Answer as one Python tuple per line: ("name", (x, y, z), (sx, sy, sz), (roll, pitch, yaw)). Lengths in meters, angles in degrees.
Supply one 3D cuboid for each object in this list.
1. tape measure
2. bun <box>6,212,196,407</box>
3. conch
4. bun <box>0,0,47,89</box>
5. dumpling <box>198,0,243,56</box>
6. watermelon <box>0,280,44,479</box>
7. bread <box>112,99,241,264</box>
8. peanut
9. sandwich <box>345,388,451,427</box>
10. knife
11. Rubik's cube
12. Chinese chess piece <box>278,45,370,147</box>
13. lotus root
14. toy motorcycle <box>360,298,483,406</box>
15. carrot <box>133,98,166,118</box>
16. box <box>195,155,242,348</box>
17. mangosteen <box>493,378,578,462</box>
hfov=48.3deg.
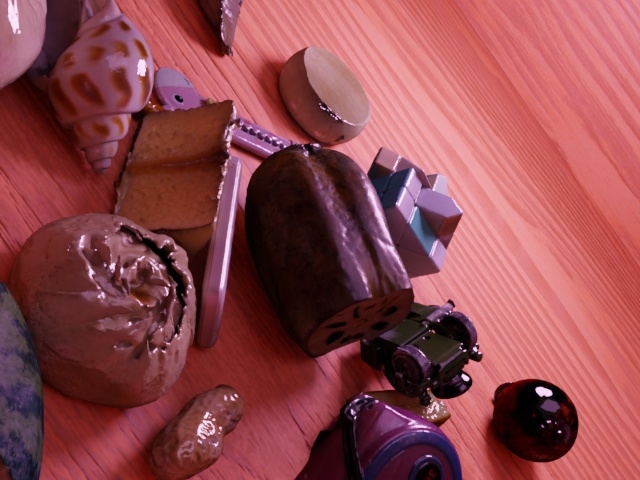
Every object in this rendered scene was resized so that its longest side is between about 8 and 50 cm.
("tape measure", (0.077, 0.347, 1.029), (0.245, 0.149, 0.232), (45, 71, -25))
("bun", (-0.254, 0.070, 0.891), (0.259, 0.152, 0.259), (29, 45, -32))
("conch", (-0.334, -0.241, 1.048), (0.149, 0.182, 0.275), (54, 32, -61))
("bun", (-0.495, -0.353, 0.863), (0.361, 0.213, 0.361), (21, 52, -30))
("dumpling", (-0.218, -0.540, 1.493), (0.166, 0.086, 0.332), (68, 16, -50))
("watermelon", (-0.363, 0.187, 0.630), (0.292, 0.283, 0.250), (-32, 73, -31))
("bread", (-0.219, -0.088, 1.097), (0.178, 0.142, 0.266), (4, 49, 0))
("peanut", (-0.155, 0.250, 0.928), (0.080, 0.080, 0.174), (53, 35, -5))
("sandwich", (0.114, 0.305, 1.215), (0.244, 0.088, 0.090), (5, 50, -45))
("knife", (-0.142, -0.208, 1.356), (0.398, 0.038, 0.132), (24, 48, -40))
("Rubik's cube", (0.153, -0.059, 1.413), (0.224, 0.265, 0.213), (55, 42, -27))
("Chinese chess piece", (0.008, -0.320, 1.587), (0.237, 0.092, 0.238), (33, 40, -33))
("lotus root", (0.000, 0.000, 1.190), (0.250, 0.250, 0.346), (5, 58, -50))
("toy motorcycle", (0.163, 0.190, 1.282), (0.205, 0.275, 0.127), (-29, 117, -33))
("carrot", (-0.270, -0.202, 1.194), (0.170, 0.042, 0.042), (36, 39, -32))
("box", (-0.153, 0.012, 1.081), (0.044, 0.142, 0.285), (8, 49, -7))
("mangosteen", (0.452, 0.374, 1.519), (0.199, 0.199, 0.200), (31, 41, -32))
